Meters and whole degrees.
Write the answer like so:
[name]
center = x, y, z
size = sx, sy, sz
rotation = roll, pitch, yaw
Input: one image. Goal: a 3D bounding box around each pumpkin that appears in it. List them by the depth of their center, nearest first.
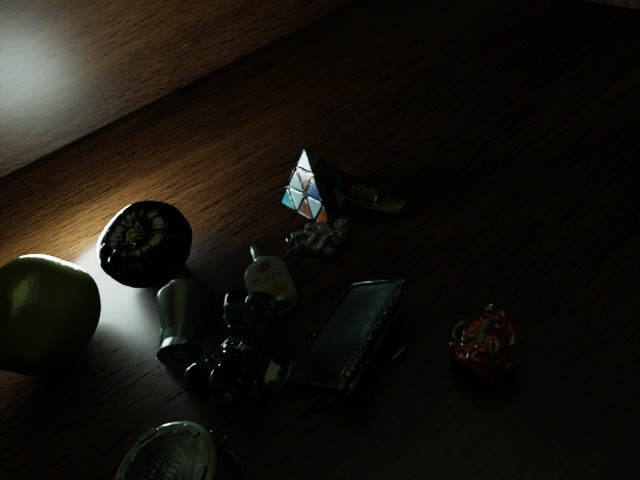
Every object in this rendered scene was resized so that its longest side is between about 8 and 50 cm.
[pumpkin]
center = -0.579, 0.017, 1.752
size = 0.316, 0.238, 0.314
rotation = -8, 61, 14

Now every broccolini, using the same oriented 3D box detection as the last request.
[broccolini]
center = 0.030, 0.387, 1.268
size = 0.201, 0.058, 0.074
rotation = -29, 25, 12

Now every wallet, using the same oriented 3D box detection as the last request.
[wallet]
center = 0.075, 0.245, 1.335
size = 0.237, 0.075, 0.342
rotation = -10, 36, 50

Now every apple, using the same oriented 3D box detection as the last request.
[apple]
center = -0.846, 0.227, 1.547
size = 0.358, 0.357, 0.357
rotation = -11, 42, 10

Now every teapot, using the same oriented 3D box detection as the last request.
[teapot]
center = -0.405, 0.245, 1.502
size = 0.203, 0.171, 0.225
rotation = -37, 40, 30

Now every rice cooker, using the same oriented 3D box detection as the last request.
[rice cooker]
center = -0.286, 0.524, 1.087
size = 0.242, 0.226, 0.280
rotation = 0, 46, 24

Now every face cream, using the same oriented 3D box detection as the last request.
[face cream]
center = -0.164, 0.113, 1.603
size = 0.144, 0.070, 0.291
rotation = -21, 41, -2

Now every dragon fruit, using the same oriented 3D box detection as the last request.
[dragon fruit]
center = 0.383, 0.245, 1.205
size = 0.172, 0.160, 0.167
rotation = -37, 11, -22

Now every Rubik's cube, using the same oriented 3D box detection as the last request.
[Rubik's cube]
center = 0.003, -0.232, 1.791
size = 0.250, 0.234, 0.284
rotation = -35, 43, -18

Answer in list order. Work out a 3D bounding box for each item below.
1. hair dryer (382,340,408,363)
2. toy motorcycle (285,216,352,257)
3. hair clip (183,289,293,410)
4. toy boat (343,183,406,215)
[hair dryer]
center = 0.180, 0.278, 1.330
size = 0.047, 0.026, 0.083
rotation = -35, 40, -19
[toy motorcycle]
center = 0.000, 0.000, 1.663
size = 0.225, 0.073, 0.152
rotation = -15, 44, 5
[hair clip]
center = -0.199, 0.285, 1.314
size = 0.195, 0.206, 0.310
rotation = -3, 50, 40
[toy boat]
center = 0.179, -0.138, 1.732
size = 0.226, 0.088, 0.068
rotation = 16, 51, 34
